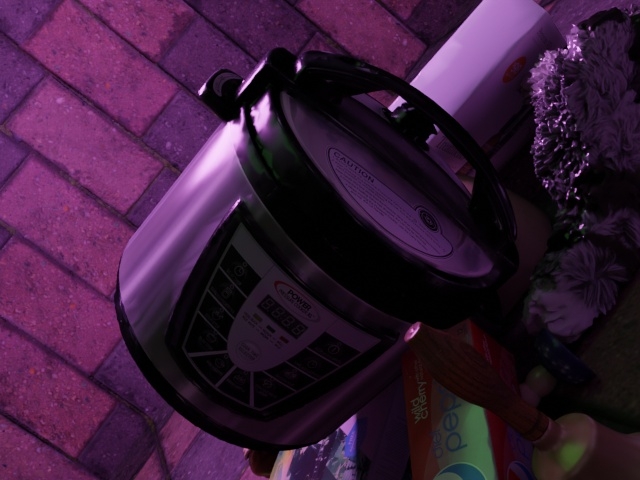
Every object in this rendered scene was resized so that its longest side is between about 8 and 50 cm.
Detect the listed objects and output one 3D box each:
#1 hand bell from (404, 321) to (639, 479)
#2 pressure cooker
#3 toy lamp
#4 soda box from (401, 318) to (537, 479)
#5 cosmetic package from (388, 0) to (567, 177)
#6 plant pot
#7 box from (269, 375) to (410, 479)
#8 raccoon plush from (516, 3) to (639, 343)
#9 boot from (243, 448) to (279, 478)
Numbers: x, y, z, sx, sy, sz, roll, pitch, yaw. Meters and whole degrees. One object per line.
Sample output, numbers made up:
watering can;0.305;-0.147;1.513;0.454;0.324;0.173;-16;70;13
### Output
hand bell;0.166;0.142;0.616;0.126;0.242;0.126;-48;12;13
pressure cooker;0.000;-0.004;0.908;0.420;0.370;0.375;-45;55;26
toy lamp;0.168;0.217;0.801;0.274;0.080;0.080;-48;12;7
soda box;0.140;0.207;0.695;0.092;0.083;0.263;-33;38;28
cosmetic package;0.273;-0.225;1.241;0.284;0.097;0.377;-50;-23;16
plant pot;0.171;0.007;1.144;0.284;0.191;0.284;-49;13;15
box;0.043;0.259;1.123;0.322;0.059;0.232;-36;28;58
raccoon plush;0.304;-0.102;0.981;0.446;0.216;0.299;-53;4;-7
boot;-0.089;0.338;1.391;0.262;0.095;0.203;-35;21;43
